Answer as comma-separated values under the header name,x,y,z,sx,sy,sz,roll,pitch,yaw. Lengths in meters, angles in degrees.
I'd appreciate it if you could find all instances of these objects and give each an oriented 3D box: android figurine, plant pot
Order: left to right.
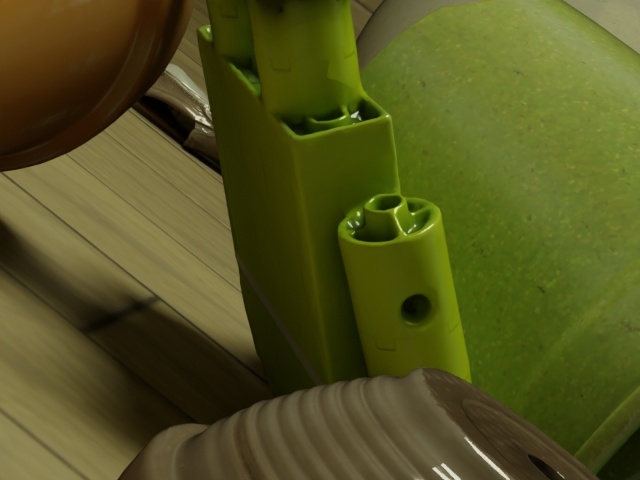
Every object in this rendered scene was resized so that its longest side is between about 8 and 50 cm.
name,x,y,z,sx,sy,sz,roll,pitch,yaw
plant pot,-0.173,-0.110,0.688,0.205,0.205,0.188,37,24,-4
android figurine,0.000,0.000,0.741,0.248,0.056,0.272,-130,-153,-63
plant pot,0.049,0.123,0.578,0.237,0.109,0.237,37,8,-6
plant pot,0.134,0.013,0.833,0.254,0.276,0.276,52,15,30

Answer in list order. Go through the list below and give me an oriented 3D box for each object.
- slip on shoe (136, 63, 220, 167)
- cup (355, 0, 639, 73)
name,x,y,z,sx,sy,sz,roll,pitch,yaw
slip on shoe,-0.095,-0.087,1.336,0.135,0.051,0.041,46,49,3
cup,0.130,-0.016,1.109,0.331,0.331,0.237,38,33,1
